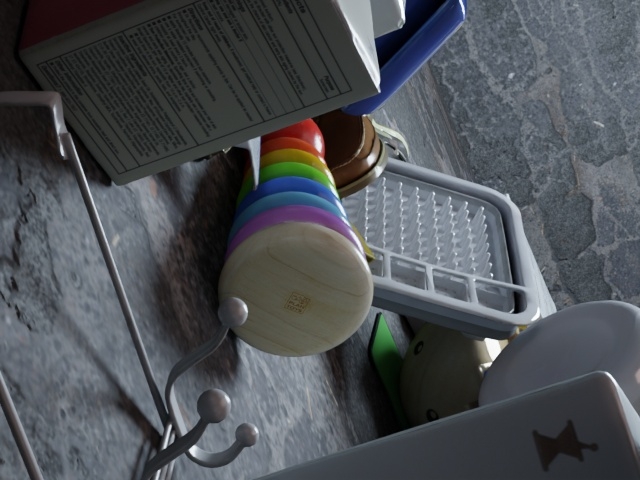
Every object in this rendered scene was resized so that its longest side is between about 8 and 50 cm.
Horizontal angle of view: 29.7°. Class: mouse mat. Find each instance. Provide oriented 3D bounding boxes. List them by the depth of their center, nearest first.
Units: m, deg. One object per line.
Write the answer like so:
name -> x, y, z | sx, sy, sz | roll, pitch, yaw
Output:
mouse mat -> 0.108, 0.204, 1.647 | 0.152, 0.007, 0.189 | -65, 136, -70

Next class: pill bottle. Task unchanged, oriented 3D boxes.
pill bottle -> 0.381, 0.290, 1.449 | 0.407, 0.229, 0.229 | 55, 19, -20

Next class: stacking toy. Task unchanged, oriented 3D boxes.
stacking toy -> -0.028, -0.032, 1.213 | 0.330, 0.141, 0.141 | -94, 160, -58

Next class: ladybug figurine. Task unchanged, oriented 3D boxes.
ladybug figurine -> 0.229, 0.240, 1.711 | 0.449, 0.162, 0.305 | 47, 29, -57

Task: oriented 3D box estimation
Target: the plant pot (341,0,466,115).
plant pot -> 0.048, -0.304, 1.485 | 0.212, 0.236, 0.236 | 38, 25, -14

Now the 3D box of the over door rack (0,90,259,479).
over door rack -> -0.123, 0.081, 0.740 | 0.239, 0.108, 0.324 | -84, 151, -61

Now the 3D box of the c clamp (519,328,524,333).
c clamp -> 0.293, 0.213, 1.624 | 0.137, 0.022, 0.160 | 52, 23, -64

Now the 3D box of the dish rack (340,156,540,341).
dish rack -> 0.130, 0.009, 1.573 | 0.333, 0.286, 0.072 | -85, -168, -57

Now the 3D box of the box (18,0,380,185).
box -> -0.089, -0.164, 0.927 | 0.127, 0.232, 0.148 | -93, 159, -46

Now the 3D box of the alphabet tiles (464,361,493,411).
alphabet tiles -> 0.260, 0.243, 1.514 | 0.237, 0.009, 0.198 | -6, 81, -50

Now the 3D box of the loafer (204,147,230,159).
loafer -> -0.097, -0.126, 1.219 | 0.148, 0.050, 0.056 | -78, 146, -64

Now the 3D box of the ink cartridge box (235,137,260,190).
ink cartridge box -> -0.087, -0.198, 1.134 | 0.223, 0.045, 0.224 | -92, 178, -50

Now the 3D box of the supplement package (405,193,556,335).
supplement package -> 0.260, 0.107, 1.945 | 0.198, 0.199, 0.262 | -90, 156, -52

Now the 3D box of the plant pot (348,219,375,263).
plant pot -> 0.000, 0.000, 1.371 | 0.083, 0.081, 0.081 | 63, 11, 18

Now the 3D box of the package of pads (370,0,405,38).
package of pads -> -0.057, -0.324, 1.262 | 0.101, 0.229, 0.296 | -87, 155, -56

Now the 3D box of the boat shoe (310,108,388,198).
boat shoe -> 0.012, -0.151, 1.574 | 0.104, 0.111, 0.307 | 60, 8, -24

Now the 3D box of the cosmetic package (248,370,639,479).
cosmetic package -> 0.164, 0.337, 1.038 | 0.394, 0.327, 0.329 | 40, 34, -65

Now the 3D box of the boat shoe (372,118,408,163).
boat shoe -> 0.072, -0.138, 1.825 | 0.223, 0.080, 0.073 | 35, 44, -58
